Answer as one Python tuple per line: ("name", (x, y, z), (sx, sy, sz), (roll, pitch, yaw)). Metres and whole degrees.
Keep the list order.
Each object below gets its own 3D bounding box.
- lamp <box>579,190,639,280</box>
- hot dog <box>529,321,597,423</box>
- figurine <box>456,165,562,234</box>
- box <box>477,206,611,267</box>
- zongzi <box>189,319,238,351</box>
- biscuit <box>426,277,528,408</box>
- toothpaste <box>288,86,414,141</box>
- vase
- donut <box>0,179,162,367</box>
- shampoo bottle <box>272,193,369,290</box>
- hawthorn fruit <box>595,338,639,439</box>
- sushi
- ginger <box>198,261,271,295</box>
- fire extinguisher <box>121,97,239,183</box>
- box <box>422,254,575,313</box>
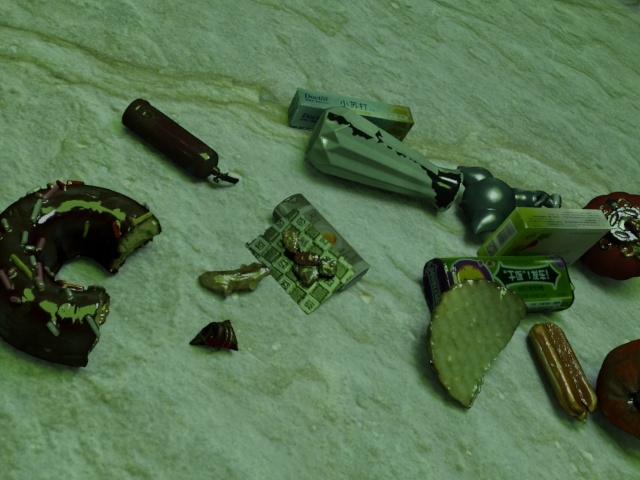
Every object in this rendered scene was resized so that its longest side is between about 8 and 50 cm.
("lamp", (0.745, -0.015, 1.682), (0.227, 0.227, 0.227), (13, 50, -15))
("hot dog", (0.515, 0.280, 1.444), (0.092, 0.062, 0.235), (5, 50, -22))
("figurine", (0.465, -0.078, 1.658), (0.265, 0.140, 0.193), (1, 69, 4))
("box", (0.526, -0.001, 1.595), (0.261, 0.175, 0.062), (-1, 55, -25))
("zongzi", (-0.198, 0.172, 1.214), (0.083, 0.073, 0.067), (37, 29, -54))
("biscuit", (0.299, 0.180, 1.367), (0.187, 0.036, 0.273), (47, 66, -11))
("toothpaste", (0.077, -0.313, 1.696), (0.313, 0.089, 0.071), (5, 57, -22))
("vase", (0.152, -0.186, 1.593), (0.360, 0.165, 0.165), (22, 48, -13))
("donut", (-0.443, 0.025, 1.157), (0.259, 0.136, 0.345), (26, 46, -8))
("shampoo bottle", (0.000, 0.000, 1.431), (0.086, 0.056, 0.227), (-30, 70, -36))
("hawthorn fruit", (0.705, 0.308, 1.432), (0.262, 0.210, 0.210), (1, 51, -51))
("sushi", (-0.041, 0.031, 1.367), (0.139, 0.031, 0.201), (-40, 75, -14))
("ginger", (-0.164, 0.075, 1.307), (0.137, 0.044, 0.057), (-8, 87, -23))
("fire extinguisher", (-0.295, -0.202, 1.452), (0.268, 0.072, 0.089), (36, 11, 5))
("box", (0.400, 0.101, 1.508), (0.346, 0.097, 0.134), (-1, 70, -25))
